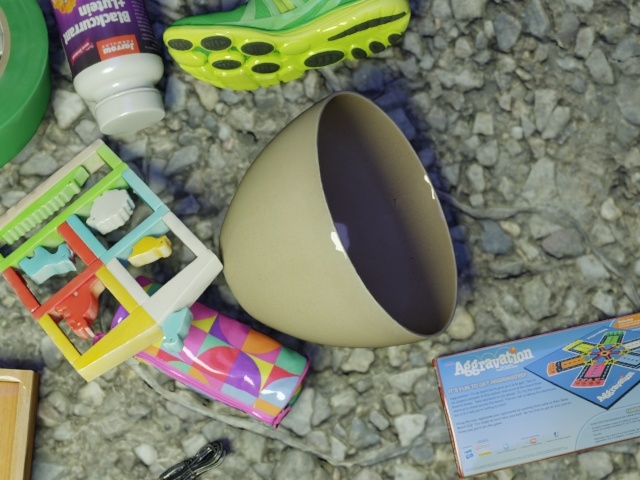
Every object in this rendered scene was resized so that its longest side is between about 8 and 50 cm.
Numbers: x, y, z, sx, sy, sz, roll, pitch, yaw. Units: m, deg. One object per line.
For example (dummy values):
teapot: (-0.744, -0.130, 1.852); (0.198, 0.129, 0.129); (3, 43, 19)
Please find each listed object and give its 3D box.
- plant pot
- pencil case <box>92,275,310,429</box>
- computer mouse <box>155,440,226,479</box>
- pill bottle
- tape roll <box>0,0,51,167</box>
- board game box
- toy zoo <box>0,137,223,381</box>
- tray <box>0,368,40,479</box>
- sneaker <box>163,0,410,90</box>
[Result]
plant pot: (0.000, 0.000, 1.318); (0.191, 0.284, 0.284); (-22, 81, 28)
pencil case: (-0.132, 0.130, 1.348); (0.236, 0.104, 0.104); (23, 79, 0)
computer mouse: (-0.112, 0.333, 1.342); (0.106, 0.042, 0.193); (-31, 84, -10)
pill bottle: (-0.247, -0.228, 1.392); (0.108, 0.108, 0.193); (-17, 82, -7)
tape roll: (-0.468, -0.200, 1.334); (0.321, 0.077, 0.321); (4, 60, -7)
board game box: (0.284, 0.180, 1.408); (0.281, 0.027, 0.145); (-11, 83, -6)
toy zoo: (-0.240, 0.027, 1.318); (0.192, 0.030, 0.293); (-40, 56, -9)
tray: (-0.431, 0.344, 1.300); (0.202, 0.076, 0.411); (4, 81, -4)
sneaker: (-0.042, -0.265, 1.432); (0.295, 0.109, 0.123); (-11, 56, -3)
